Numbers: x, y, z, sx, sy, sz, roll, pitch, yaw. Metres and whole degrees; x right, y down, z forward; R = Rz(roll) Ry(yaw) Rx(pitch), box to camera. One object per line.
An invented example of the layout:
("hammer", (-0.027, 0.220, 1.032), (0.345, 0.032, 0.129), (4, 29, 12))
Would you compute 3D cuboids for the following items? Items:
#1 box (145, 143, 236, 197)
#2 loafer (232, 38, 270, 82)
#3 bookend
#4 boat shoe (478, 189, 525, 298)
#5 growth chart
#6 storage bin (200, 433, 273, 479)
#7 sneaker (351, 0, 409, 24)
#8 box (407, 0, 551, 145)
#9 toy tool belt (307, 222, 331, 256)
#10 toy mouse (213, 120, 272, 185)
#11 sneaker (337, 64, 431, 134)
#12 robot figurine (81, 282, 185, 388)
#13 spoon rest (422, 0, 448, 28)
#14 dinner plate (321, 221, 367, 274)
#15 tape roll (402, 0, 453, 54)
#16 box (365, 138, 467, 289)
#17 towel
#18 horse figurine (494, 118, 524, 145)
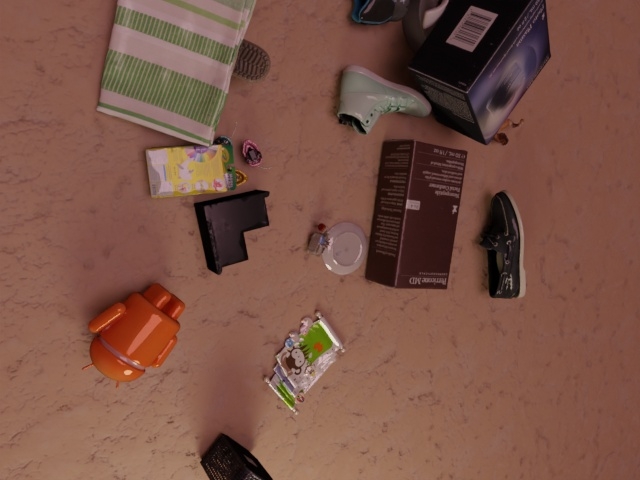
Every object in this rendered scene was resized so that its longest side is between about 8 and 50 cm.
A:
("box", (-0.272, -0.150, 1.080), (0.179, 0.043, 0.105), (-6, 101, -14))
("loafer", (-0.232, -0.411, 1.057), (0.269, 0.092, 0.101), (29, 100, -14))
("bookend", (-0.186, -0.023, 1.150), (0.157, 0.072, 0.156), (-17, 107, -27))
("boat shoe", (0.540, 0.021, 1.545), (0.113, 0.127, 0.339), (-11, 107, -4))
("growth chart", (-0.041, 0.311, 1.315), (0.237, 0.021, 0.172), (-49, 116, -15))
("storage bin", (-0.187, 0.543, 1.174), (0.084, 0.180, 0.122), (-50, 117, -13))
("sneaker", (0.109, -0.682, 1.187), (0.140, 0.125, 0.340), (-22, 106, -20))
("box", (0.408, -0.446, 1.263), (0.296, 0.183, 0.294), (-55, 151, 4))
("toy tool belt", (0.000, 0.000, 1.279), (0.051, 0.052, 0.083), (20, 90, -62))
("toy mouse", (-0.190, -0.194, 1.139), (0.161, 0.031, 0.142), (-6, 102, -18))
("sneaker", (0.155, -0.322, 1.283), (0.256, 0.094, 0.150), (16, 84, -21))
("robot figurine", (-0.380, 0.193, 1.043), (0.128, 0.158, 0.219), (34, 77, 12))
("spoon rest", (0.243, -0.643, 1.224), (0.084, 0.137, 0.276), (-15, 74, -2))
("dinner plate", (0.067, 0.022, 1.334), (0.141, 0.017, 0.141), (-5, 100, -27))
("tape roll", (0.325, -0.587, 1.353), (0.219, 0.072, 0.219), (-4, 99, -28))
("box", (0.253, -0.066, 1.356), (0.191, 0.143, 0.380), (3, 98, -30))
("towel", (-0.284, -0.373, 0.993), (0.248, 0.038, 0.324), (16, 103, -10))
("horse figurine", (0.514, -0.398, 1.494), (0.175, 0.066, 0.263), (-26, 107, -30))
